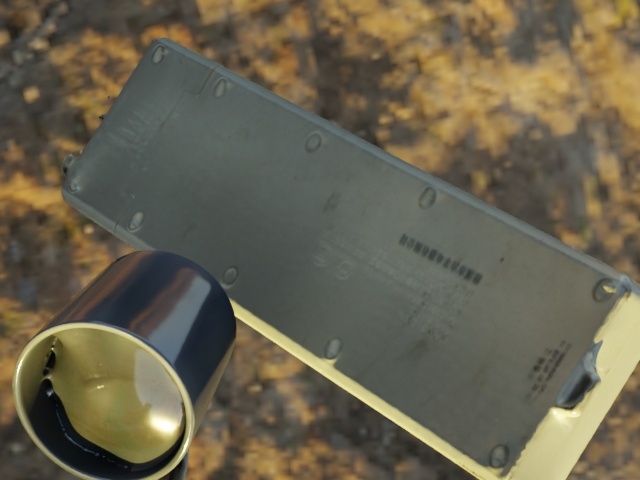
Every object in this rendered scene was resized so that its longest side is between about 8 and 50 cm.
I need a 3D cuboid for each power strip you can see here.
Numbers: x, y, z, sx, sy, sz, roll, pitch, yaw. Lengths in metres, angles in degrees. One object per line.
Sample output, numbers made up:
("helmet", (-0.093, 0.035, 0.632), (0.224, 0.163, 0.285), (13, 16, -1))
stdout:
("power strip", (0.000, 0.000, 0.884), (0.106, 0.367, 0.043), (-57, 138, -2))

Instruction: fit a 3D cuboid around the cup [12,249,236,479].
("cup", (-0.075, 0.061, 0.785), (0.077, 0.078, 0.100), (-58, 138, -59))
